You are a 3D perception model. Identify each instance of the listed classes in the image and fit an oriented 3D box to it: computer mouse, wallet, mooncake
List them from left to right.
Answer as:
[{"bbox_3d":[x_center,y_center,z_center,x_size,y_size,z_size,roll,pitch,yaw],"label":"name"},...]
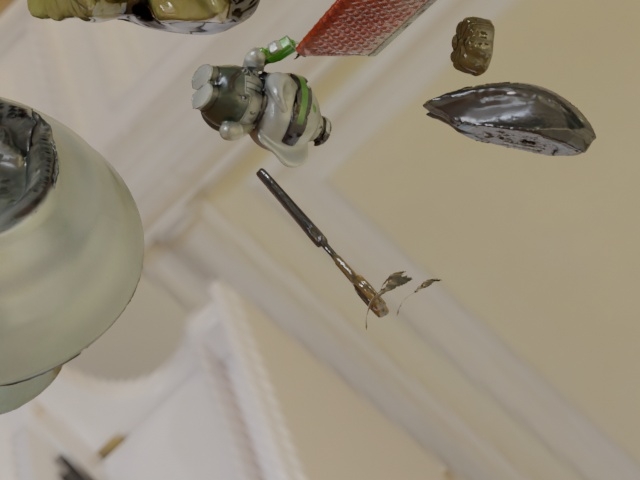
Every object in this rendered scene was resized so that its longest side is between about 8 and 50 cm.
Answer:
[{"bbox_3d":[0.053,-0.243,2.177,0.196,0.103,0.020,141,-55,-63],"label":"wallet"},{"bbox_3d":[0.113,-0.066,1.882,0.057,0.150,0.347,19,41,-2],"label":"mooncake"},{"bbox_3d":[0.144,-0.097,1.510,0.135,0.047,0.079,10,-9,17],"label":"computer mouse"}]

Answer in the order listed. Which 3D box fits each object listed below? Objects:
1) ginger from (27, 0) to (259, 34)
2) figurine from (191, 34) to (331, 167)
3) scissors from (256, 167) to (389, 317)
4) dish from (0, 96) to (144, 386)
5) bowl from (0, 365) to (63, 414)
[{"bbox_3d":[-0.214,-0.310,1.486,0.413,0.358,0.211,37,29,22],"label":"ginger"},{"bbox_3d":[-0.066,-0.164,2.450,0.192,0.126,0.147,19,50,-35],"label":"figurine"},{"bbox_3d":[0.000,0.000,2.249,0.220,0.017,0.088,49,-2,13],"label":"scissors"},{"bbox_3d":[-0.296,-0.031,1.584,0.316,0.316,0.106,53,-29,33],"label":"dish"},{"bbox_3d":[-0.367,0.025,2.011,0.289,0.146,0.289,15,49,-18],"label":"bowl"}]
